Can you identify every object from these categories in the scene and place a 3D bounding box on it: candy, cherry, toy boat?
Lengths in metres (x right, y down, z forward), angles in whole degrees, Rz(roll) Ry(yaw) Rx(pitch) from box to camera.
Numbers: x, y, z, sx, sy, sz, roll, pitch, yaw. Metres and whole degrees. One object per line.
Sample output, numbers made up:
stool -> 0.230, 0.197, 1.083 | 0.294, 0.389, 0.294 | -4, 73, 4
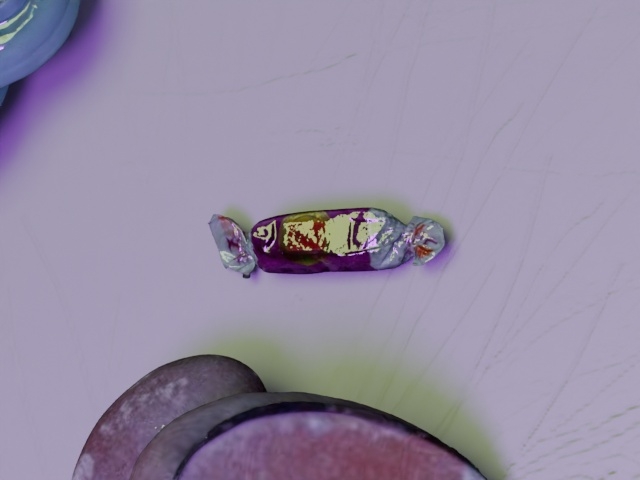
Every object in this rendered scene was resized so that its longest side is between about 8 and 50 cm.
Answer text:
candy -> 0.000, 0.000, 1.195 | 0.175, 0.043, 0.045 | -3, 83, 25
cherry -> -0.074, 0.169, 1.143 | 0.115, 0.148, 0.188 | -23, 84, 65
toy boat -> -0.010, 0.169, 1.074 | 0.085, 0.227, 0.155 | -7, 69, 64

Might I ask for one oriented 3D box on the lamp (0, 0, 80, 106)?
lamp -> -0.306, -0.145, 1.330 | 0.284, 0.147, 0.209 | -35, 64, 22
